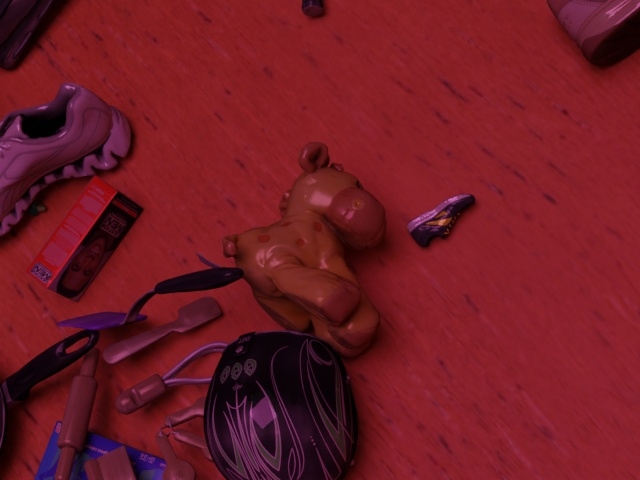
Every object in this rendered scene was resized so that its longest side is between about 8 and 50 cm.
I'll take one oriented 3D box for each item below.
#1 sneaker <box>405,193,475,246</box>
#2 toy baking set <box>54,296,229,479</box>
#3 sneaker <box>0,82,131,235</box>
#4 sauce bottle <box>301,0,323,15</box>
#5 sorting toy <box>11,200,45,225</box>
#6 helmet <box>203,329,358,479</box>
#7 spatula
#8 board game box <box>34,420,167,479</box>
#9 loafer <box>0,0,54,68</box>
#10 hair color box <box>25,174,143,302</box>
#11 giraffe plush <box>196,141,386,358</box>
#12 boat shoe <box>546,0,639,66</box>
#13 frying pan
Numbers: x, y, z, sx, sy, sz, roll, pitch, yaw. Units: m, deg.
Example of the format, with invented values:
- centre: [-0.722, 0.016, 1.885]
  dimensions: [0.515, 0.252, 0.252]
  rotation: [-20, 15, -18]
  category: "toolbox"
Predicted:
- centre: [0.137, -0.022, 1.323]
  dimensions: [0.083, 0.031, 0.035]
  rotation: [-31, 79, 12]
  category: "sneaker"
- centre: [-0.190, 0.181, 1.341]
  dimensions: [0.197, 0.030, 0.256]
  rotation: [-1, 58, 6]
  category: "toy baking set"
- centre: [-0.379, -0.095, 1.464]
  dimensions: [0.292, 0.118, 0.110]
  rotation: [-33, 61, 3]
  category: "sneaker"
- centre: [-0.014, -0.336, 1.466]
  dimensions: [0.042, 0.042, 0.128]
  rotation: [-9, 69, 16]
  category: "sauce bottle"
- centre: [-0.385, -0.045, 1.517]
  dimensions: [0.083, 0.012, 0.062]
  rotation: [30, 80, 28]
  category: "sorting toy"
- centre: [-0.041, 0.191, 1.244]
  dimensions: [0.169, 0.169, 0.161]
  rotation: [-12, 58, 15]
  category: "helmet"
- centre: [-0.184, 0.065, 1.309]
  dimensions: [0.296, 0.084, 0.030]
  rotation: [-21, 83, 44]
  category: "spatula"
- centre: [-0.258, 0.325, 1.335]
  dimensions: [0.160, 0.047, 0.210]
  rotation: [14, 79, 23]
  category: "board game box"
- centre: [-0.365, -0.344, 1.583]
  dimensions: [0.267, 0.084, 0.096]
  rotation: [-50, 33, -5]
  category: "loafer"
- centre: [-0.281, -0.001, 1.435]
  dimensions: [0.043, 0.072, 0.141]
  rotation: [34, 87, 25]
  category: "hair color box"
- centre: [0.000, 0.000, 1.291]
  dimensions: [0.210, 0.181, 0.170]
  rotation: [32, 73, 8]
  category: "giraffe plush"
- centre: [0.400, -0.329, 1.276]
  dimensions: [0.341, 0.121, 0.110]
  rotation: [-35, 66, 7]
  category: "boat shoe"
- centre: [-0.406, 0.177, 1.421]
  dimensions: [0.326, 0.053, 0.197]
  rotation: [-49, 62, 3]
  category: "frying pan"
